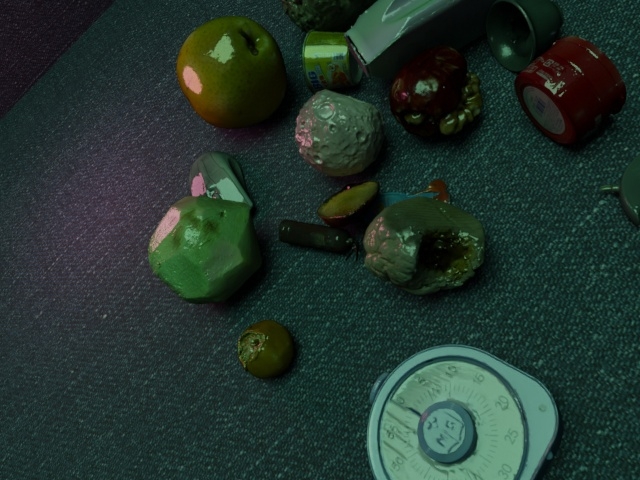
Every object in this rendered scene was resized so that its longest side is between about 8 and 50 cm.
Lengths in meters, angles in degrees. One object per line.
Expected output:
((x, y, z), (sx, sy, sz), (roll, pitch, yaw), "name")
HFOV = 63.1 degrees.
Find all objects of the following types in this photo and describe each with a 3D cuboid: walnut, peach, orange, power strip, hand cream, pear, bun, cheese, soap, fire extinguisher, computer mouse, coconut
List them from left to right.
((-0.319, 0.014, 1.514), (0.328, 0.281, 0.329), (-4, 76, 18), "coconut")
((-0.345, -0.173, 1.730), (0.188, 0.122, 0.371), (-35, 57, 9), "computer mouse")
((-0.295, -0.552, 1.746), (0.418, 0.362, 0.363), (-23, 51, 53), "pear")
((-0.146, 0.284, 1.376), (0.154, 0.134, 0.155), (-12, 55, 17), "orange")
((0.000, 0.000, 1.476), (0.267, 0.072, 0.089), (10, 65, 32), "fire extinguisher")
((0.088, -0.090, 1.424), (0.189, 0.068, 0.279), (-29, 18, 10), "peach")
((0.227, -0.099, 1.427), (0.255, 0.037, 0.106), (-15, 60, 20), "cheese")
((0.237, 0.022, 1.251), (0.281, 0.281, 0.205), (38, 128, 37), "bun")
((0.298, -0.622, 1.483), (0.445, 0.261, 0.156), (-29, 74, 6), "soap")
((0.322, -0.409, 1.423), (0.243, 0.222, 0.269), (15, 63, 21), "walnut")
((0.587, -0.353, 1.244), (0.149, 0.230, 0.230), (-36, 54, 7), "hand cream")
((0.758, -0.130, 1.142), (0.253, 0.054, 0.168), (-17, 56, 20), "power strip")

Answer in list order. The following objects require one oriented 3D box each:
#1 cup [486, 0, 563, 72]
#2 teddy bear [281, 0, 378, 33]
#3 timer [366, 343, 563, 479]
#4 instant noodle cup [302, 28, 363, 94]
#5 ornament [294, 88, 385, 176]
((0.570, -0.581, 1.414), (0.149, 0.199, 0.199), (-27, 54, -8), "cup")
((0.082, -0.824, 1.740), (0.367, 0.225, 0.357), (-25, 8, -13), "teddy bear")
((0.262, 0.396, 1.072), (0.394, 0.173, 0.396), (-12, 62, 23), "timer")
((0.045, -0.581, 1.678), (0.152, 0.205, 0.205), (3, 67, 23), "instant noodle cup")
((0.050, -0.301, 1.492), (0.259, 0.259, 0.225), (32, 112, 36), "ornament")
